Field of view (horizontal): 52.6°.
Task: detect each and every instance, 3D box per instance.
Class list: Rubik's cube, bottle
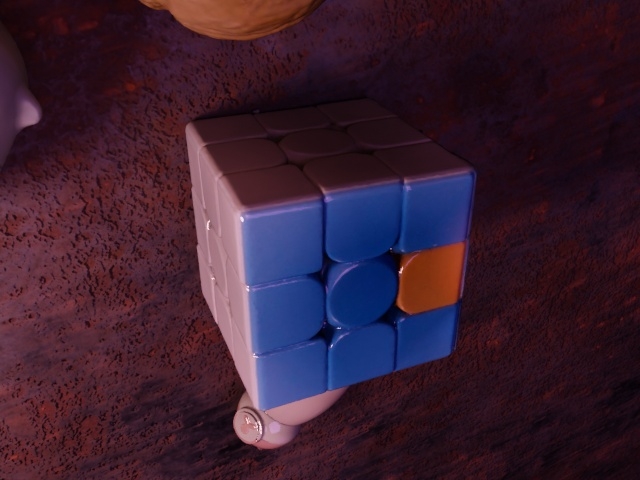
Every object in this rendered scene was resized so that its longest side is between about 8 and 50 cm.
[{"bbox_3d":[0.000,0.000,0.873,0.292,0.291,0.290,-13,122,-19],"label":"Rubik's cube"},{"bbox_3d":[-0.056,0.257,1.095,0.148,0.147,0.236,22,115,-33],"label":"bottle"}]

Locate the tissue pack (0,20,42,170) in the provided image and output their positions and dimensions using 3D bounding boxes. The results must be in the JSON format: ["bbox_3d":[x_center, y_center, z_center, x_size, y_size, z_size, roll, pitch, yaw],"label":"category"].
[{"bbox_3d":[-0.438,-0.105,0.642,0.236,0.229,0.333,24,106,-33],"label":"tissue pack"}]

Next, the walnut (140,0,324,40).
[{"bbox_3d":[-0.085,-0.372,0.625,0.333,0.333,0.332,-12,122,-19],"label":"walnut"}]
